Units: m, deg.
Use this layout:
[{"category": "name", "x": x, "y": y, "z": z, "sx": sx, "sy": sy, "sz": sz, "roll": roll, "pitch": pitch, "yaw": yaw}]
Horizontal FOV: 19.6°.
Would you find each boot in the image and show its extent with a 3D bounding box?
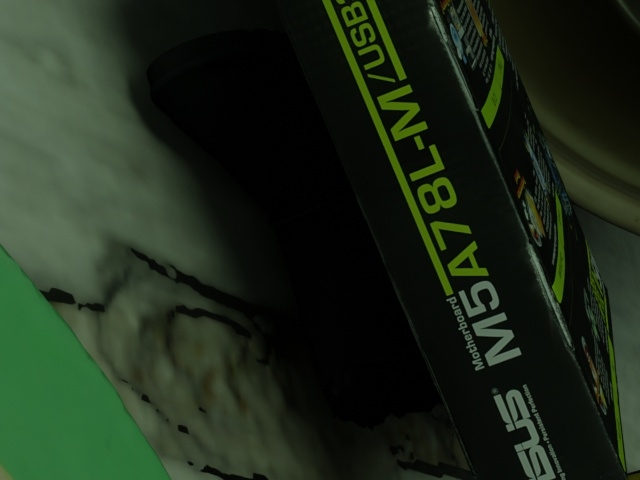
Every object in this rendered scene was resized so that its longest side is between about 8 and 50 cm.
[{"category": "boot", "x": -0.001, "y": 0.000, "z": 0.537, "sx": 0.121, "sy": 0.045, "sz": 0.099, "roll": 27, "pitch": 46, "yaw": -61}]

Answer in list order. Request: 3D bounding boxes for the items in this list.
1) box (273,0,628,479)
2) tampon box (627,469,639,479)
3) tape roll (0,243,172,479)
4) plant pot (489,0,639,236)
[{"category": "box", "x": 0.039, "y": -0.033, "z": 0.554, "sx": 0.190, "sy": 0.045, "sz": 0.184, "roll": -67, "pitch": 137, "yaw": -73}, {"category": "tampon box", "x": 0.077, "y": 0.158, "z": 0.509, "sx": 0.120, "sy": 0.101, "sz": 0.161, "roll": -24, "pitch": 93, "yaw": -63}, {"category": "tape roll", "x": -0.104, "y": 0.117, "z": 0.224, "sx": 0.321, "sy": 0.077, "sz": 0.321, "roll": 45, "pitch": 34, "yaw": -42}, {"category": "plant pot", "x": 0.194, "y": -0.158, "z": 0.766, "sx": 0.280, "sy": 0.323, "sz": 0.323, "roll": -14, "pitch": 84, "yaw": -79}]
